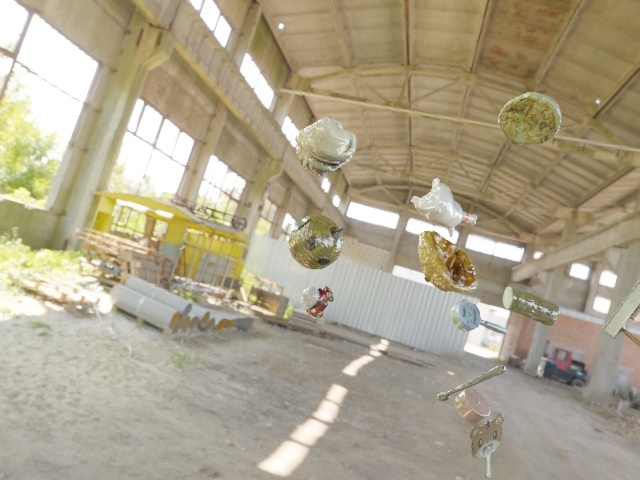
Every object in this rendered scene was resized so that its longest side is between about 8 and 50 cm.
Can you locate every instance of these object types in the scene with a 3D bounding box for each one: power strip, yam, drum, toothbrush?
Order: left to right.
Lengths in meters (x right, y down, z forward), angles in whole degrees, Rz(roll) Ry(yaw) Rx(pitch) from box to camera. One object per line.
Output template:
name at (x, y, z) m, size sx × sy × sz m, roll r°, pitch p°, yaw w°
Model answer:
toothbrush at (0.543, 0.518, 1.751) m, size 0.031 × 0.030 × 0.297 m, roll 27°, pitch -52°, yaw -32°
power strip at (0.704, 0.765, 2.253) m, size 0.154 × 0.078 × 0.154 m, roll 26°, pitch 32°, yaw -18°
drum at (0.604, 0.324, 1.847) m, size 0.253 × 0.130 × 0.049 m, roll 35°, pitch -37°, yaw -11°
yam at (0.657, 0.206, 1.521) m, size 0.179 × 0.078 × 0.078 m, roll 21°, pitch -6°, yaw -9°

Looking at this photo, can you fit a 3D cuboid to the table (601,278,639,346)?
table at (1.007, 0.219, 1.517) m, size 0.111 × 0.240 × 0.121 m, roll 37°, pitch 9°, yaw 33°

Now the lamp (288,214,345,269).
lamp at (0.000, 0.000, 2.122) m, size 0.284 × 0.250 × 0.250 m, roll -24°, pitch -32°, yaw 37°

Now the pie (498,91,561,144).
pie at (0.670, -0.387, 1.553) m, size 0.187 × 0.041 × 0.187 m, roll 16°, pitch -45°, yaw 17°

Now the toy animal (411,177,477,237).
toy animal at (0.455, -0.112, 1.785) m, size 0.282 × 0.140 × 0.138 m, roll 22°, pitch 28°, yaw -51°

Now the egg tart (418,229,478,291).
egg tart at (0.526, 0.100, 2.104) m, size 0.340 × 0.153 × 0.351 m, roll 25°, pitch 34°, yaw -34°

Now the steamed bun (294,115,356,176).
steamed bun at (0.022, -0.401, 2.151) m, size 0.275 × 0.206 × 0.320 m, roll -15°, pitch -8°, yaw 20°

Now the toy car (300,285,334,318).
toy car at (-0.024, 0.240, 2.021) m, size 0.112 × 0.139 × 0.112 m, roll 39°, pitch 5°, yaw -29°

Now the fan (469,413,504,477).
fan at (0.537, 0.671, 1.559) m, size 0.153 × 0.226 × 0.008 m, roll -14°, pitch 18°, yaw -27°
